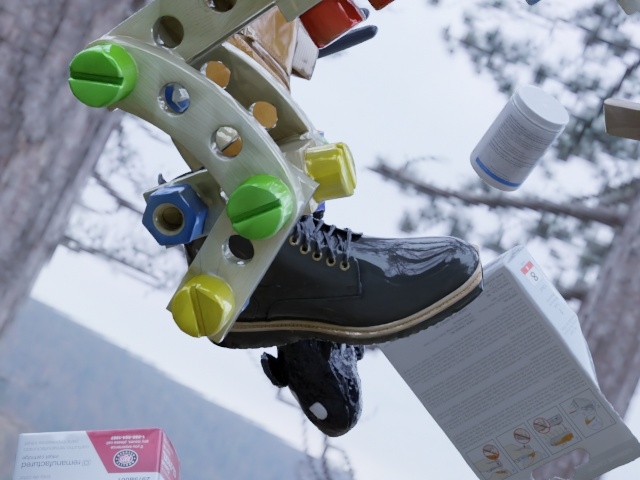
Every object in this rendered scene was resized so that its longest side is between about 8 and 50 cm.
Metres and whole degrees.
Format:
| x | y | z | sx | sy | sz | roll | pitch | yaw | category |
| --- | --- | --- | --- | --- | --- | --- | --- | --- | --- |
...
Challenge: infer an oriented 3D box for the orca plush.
| x | y | z | sx | sy | sz | roll | pitch | yaw | category |
| --- | --- | --- | --- | --- | --- | --- | --- | --- | --- |
| 0.010 | 0.097 | 1.755 | 0.151 | 0.287 | 0.102 | 6 | -15 | -30 | orca plush |

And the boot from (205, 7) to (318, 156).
| x | y | z | sx | sy | sz | roll | pitch | yaw | category |
| --- | --- | --- | --- | --- | --- | --- | --- | --- | --- |
| -0.088 | -0.088 | 1.177 | 0.104 | 0.295 | 0.211 | 10 | -6 | 24 | boot |

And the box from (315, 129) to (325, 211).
| x | y | z | sx | sy | sz | roll | pitch | yaw | category |
| --- | --- | --- | --- | --- | --- | --- | --- | --- | --- |
| -0.040 | -0.076 | 1.435 | 0.136 | 0.081 | 0.028 | 13 | 20 | 40 | box |

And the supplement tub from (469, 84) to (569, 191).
| x | y | z | sx | sy | sz | roll | pitch | yaw | category |
| --- | --- | --- | --- | --- | --- | --- | --- | --- | --- |
| 0.223 | -0.114 | 1.593 | 0.071 | 0.107 | 0.071 | 23 | 35 | -17 | supplement tub |

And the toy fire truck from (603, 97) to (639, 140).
| x | y | z | sx | sy | sz | roll | pitch | yaw | category |
| --- | --- | --- | --- | --- | --- | --- | --- | --- | --- |
| 0.400 | -0.040 | 1.497 | 0.159 | 0.217 | 0.246 | 1 | 36 | -13 | toy fire truck |

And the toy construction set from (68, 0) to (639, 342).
| x | y | z | sx | sy | sz | roll | pitch | yaw | category |
| --- | --- | --- | --- | --- | --- | --- | --- | --- | --- |
| 0.015 | -0.115 | 0.706 | 0.215 | 0.328 | 0.151 | 57 | 6 | -5 | toy construction set |

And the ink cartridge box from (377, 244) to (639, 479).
| x | y | z | sx | sy | sz | roll | pitch | yaw | category |
| --- | --- | --- | --- | --- | --- | --- | --- | --- | --- |
| 0.151 | 0.110 | 1.089 | 0.145 | 0.045 | 0.179 | -35 | -84 | 37 | ink cartridge box |

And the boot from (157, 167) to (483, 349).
| x | y | z | sx | sy | sz | roll | pitch | yaw | category |
| --- | --- | --- | --- | --- | --- | --- | --- | --- | --- |
| 0.000 | 0.000 | 0.920 | 0.198 | 0.076 | 0.137 | -12 | -49 | 7 | boot |

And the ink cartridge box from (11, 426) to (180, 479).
| x | y | z | sx | sy | sz | roll | pitch | yaw | category |
| --- | --- | --- | --- | --- | --- | --- | --- | --- | --- |
| -0.187 | 0.248 | 1.148 | 0.128 | 0.175 | 0.072 | -3 | -35 | 6 | ink cartridge box |

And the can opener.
| x | y | z | sx | sy | sz | roll | pitch | yaw | category |
| --- | --- | --- | --- | --- | --- | --- | --- | --- | --- |
| -0.023 | -0.222 | 1.591 | 0.186 | 0.059 | 0.073 | -11 | -17 | -14 | can opener |
